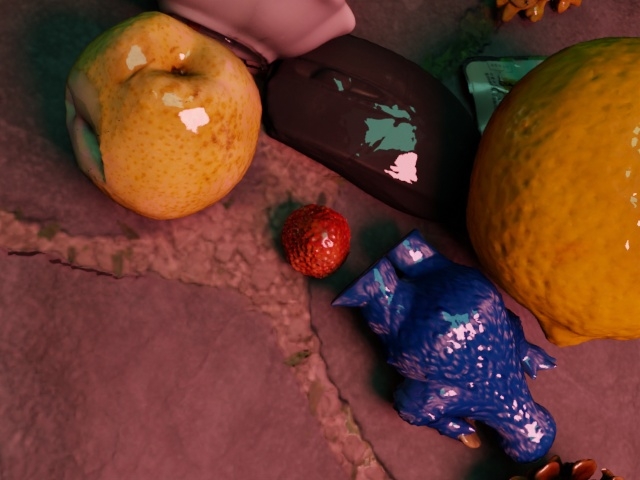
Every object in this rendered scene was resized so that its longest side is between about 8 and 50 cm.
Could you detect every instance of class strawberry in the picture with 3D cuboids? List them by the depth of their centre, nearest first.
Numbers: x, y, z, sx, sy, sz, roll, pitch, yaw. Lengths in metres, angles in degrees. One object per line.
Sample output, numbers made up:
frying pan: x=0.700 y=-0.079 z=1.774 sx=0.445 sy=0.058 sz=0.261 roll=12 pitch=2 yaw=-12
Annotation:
strawberry: x=0.000 y=0.000 z=0.587 sx=0.073 sy=0.083 sz=0.073 roll=1 pitch=86 yaw=-18

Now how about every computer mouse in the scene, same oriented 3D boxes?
computer mouse: x=0.069 y=-0.119 z=0.634 sx=0.269 sy=0.086 sz=0.137 roll=30 pitch=70 yaw=-8

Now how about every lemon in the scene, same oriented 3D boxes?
lemon: x=0.256 y=-0.045 z=0.561 sx=0.267 sy=0.267 sz=0.267 roll=4 pitch=76 yaw=-17

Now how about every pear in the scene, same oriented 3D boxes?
pear: x=-0.132 y=-0.104 z=0.523 sx=0.178 sy=0.178 sz=0.178 roll=4 pitch=76 yaw=-17

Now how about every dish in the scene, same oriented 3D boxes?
dish: x=-0.083 y=-0.212 z=0.558 sx=0.229 sy=0.229 sz=0.081 roll=24 pitch=97 yaw=-11

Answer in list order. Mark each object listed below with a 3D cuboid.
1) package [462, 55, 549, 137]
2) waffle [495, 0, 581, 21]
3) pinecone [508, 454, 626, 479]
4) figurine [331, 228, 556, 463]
package: x=0.279 y=-0.145 z=0.731 sx=0.232 sy=0.040 sz=0.166 roll=-2 pitch=76 yaw=-19
waffle: x=0.269 y=-0.429 z=0.757 sx=0.260 sy=0.069 sz=0.293 roll=-33 pitch=100 yaw=-23
pinecone: x=0.235 y=0.281 z=0.554 sx=0.173 sy=0.173 sz=0.173 roll=4 pitch=76 yaw=-17
figurine: x=0.137 y=0.106 z=0.584 sx=0.262 sy=0.121 sz=0.164 roll=39 pitch=66 yaw=-8
